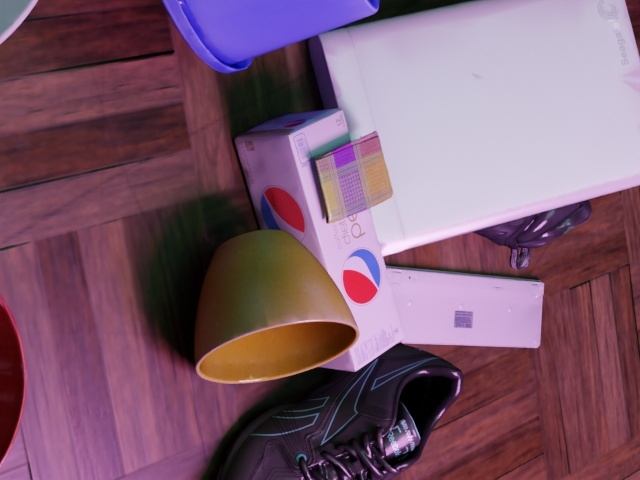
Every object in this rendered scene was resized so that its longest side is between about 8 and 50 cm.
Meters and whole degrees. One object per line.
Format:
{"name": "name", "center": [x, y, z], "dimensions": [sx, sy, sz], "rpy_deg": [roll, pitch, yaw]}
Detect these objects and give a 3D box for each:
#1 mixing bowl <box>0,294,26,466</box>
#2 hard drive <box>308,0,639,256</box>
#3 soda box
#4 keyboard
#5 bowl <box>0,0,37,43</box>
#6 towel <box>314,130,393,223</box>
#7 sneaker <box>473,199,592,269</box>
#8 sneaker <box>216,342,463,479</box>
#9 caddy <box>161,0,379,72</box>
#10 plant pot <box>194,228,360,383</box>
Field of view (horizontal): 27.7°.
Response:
{"name": "mixing bowl", "center": [-0.290, 0.092, 0.822], "dimensions": [0.181, 0.098, 0.182], "rpy_deg": [0, 90, -44]}
{"name": "hard drive", "center": [0.158, -0.119, 1.186], "dimensions": [0.307, 0.040, 0.203], "rpy_deg": [-15, 91, -19]}
{"name": "soda box", "center": [0.000, 0.000, 1.112], "dimensions": [0.069, 0.073, 0.216], "rpy_deg": [-29, 110, -40]}
{"name": "keyboard", "center": [0.141, 0.069, 1.292], "dimensions": [0.256, 0.014, 0.072], "rpy_deg": [6, 92, -43]}
{"name": "bowl", "center": [-0.308, -0.233, 0.777], "dimensions": [0.297, 0.134, 0.298], "rpy_deg": [0, 90, -43]}
{"name": "towel", "center": [0.028, -0.052, 1.079], "dimensions": [0.083, 0.009, 0.060], "rpy_deg": [-26, 109, -41]}
{"name": "sneaker", "center": [0.217, -0.104, 1.303], "dimensions": [0.153, 0.101, 0.269], "rpy_deg": [41, 70, -37]}
{"name": "sneaker", "center": [0.016, 0.172, 1.109], "dimensions": [0.267, 0.106, 0.101], "rpy_deg": [-42, 119, -32]}
{"name": "caddy", "center": [-0.081, -0.286, 0.932], "dimensions": [0.241, 0.179, 0.341], "rpy_deg": [-87, 158, -47]}
{"name": "plant pot", "center": [-0.045, 0.048, 1.049], "dimensions": [0.134, 0.134, 0.095], "rpy_deg": [7, 59, -43]}
